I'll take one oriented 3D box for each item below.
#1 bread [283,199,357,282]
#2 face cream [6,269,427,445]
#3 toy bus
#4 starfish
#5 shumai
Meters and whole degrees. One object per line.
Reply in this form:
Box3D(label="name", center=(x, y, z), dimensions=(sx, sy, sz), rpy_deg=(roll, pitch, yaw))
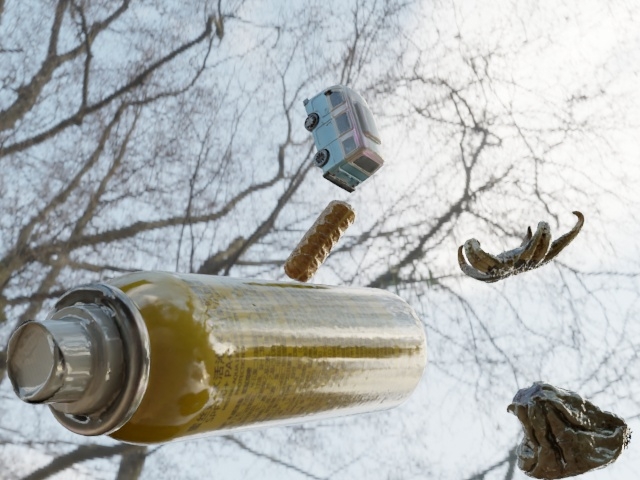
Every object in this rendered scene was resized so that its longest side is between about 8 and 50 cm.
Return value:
Box3D(label="bread", center=(0.000, 0.000, 1.424), dimensions=(0.052, 0.157, 0.044), rpy_deg=(38, -17, -3))
Box3D(label="face cream", center=(-0.052, 0.076, 0.601), dimensions=(0.105, 0.105, 0.348), rpy_deg=(-39, -24, 24))
Box3D(label="toy bus", center=(0.029, -0.128, 1.068), dimensions=(0.075, 0.123, 0.060), rpy_deg=(-33, -37, 26))
Box3D(label="starfish", center=(0.296, 0.011, 1.320), dimensions=(0.190, 0.074, 0.146), rpy_deg=(-17, -12, 7))
Box3D(label="shumai", center=(0.484, 0.381, 1.815), dimensions=(0.218, 0.184, 0.185), rpy_deg=(-6, -46, 41))
